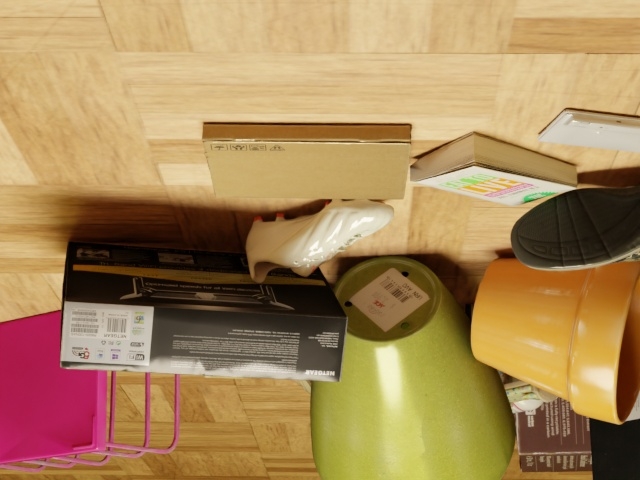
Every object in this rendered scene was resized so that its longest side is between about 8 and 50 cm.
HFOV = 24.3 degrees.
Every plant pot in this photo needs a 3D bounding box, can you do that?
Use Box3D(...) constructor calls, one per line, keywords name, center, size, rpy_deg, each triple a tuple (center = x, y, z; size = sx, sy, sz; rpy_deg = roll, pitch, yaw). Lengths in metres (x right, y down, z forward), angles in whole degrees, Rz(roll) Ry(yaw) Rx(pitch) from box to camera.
Box3D(name="plant pot", center=(0.289, 0.100, 1.780), size=(0.188, 0.205, 0.205), rpy_deg=(11, 167, 23))
Box3D(name="plant pot", center=(0.100, 0.163, 1.878), size=(0.274, 0.275, 0.293), rpy_deg=(-3, 138, 10))

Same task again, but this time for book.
Box3D(name="book", center=(0.175, -0.067, 1.503), size=(0.144, 0.035, 0.096), rpy_deg=(11, 162, -36))

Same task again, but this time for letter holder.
Box3D(name="letter holder", center=(0.512, 0.279, 2.115), size=(0.214, 0.302, 0.152), rpy_deg=(12, 159, -31))

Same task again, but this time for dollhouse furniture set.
Box3D(name="dollhouse furniture set", center=(0.277, 0.178, 2.135), size=(0.161, 0.101, 0.182), rpy_deg=(14, 158, -34))

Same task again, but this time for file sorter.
Box3D(name="file sorter", center=(-0.363, 0.225, 2.159), size=(0.290, 0.202, 0.182), rpy_deg=(-12, 161, 35))

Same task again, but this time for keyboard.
Box3D(name="keyboard", center=(0.341, -0.097, 1.433), size=(0.256, 0.014, 0.072), rpy_deg=(6, 167, -14))

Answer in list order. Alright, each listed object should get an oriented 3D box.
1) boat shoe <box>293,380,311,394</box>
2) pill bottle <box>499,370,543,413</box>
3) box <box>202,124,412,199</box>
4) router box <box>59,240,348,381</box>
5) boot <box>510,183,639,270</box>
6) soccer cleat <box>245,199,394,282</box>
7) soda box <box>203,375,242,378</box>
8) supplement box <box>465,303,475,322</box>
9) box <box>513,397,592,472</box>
Box3D(name="boat shoe", center=(-0.030, 0.126, 2.007), size=(0.110, 0.122, 0.341), rpy_deg=(32, 177, 22))
Box3D(name="pill bottle", center=(0.294, 0.225, 2.306), size=(0.087, 0.087, 0.160), rpy_deg=(17, 156, -41))
Box3D(name="box", center=(-0.012, -0.077, 1.489), size=(0.201, 0.021, 0.164), rpy_deg=(0, 162, 1))
Box3D(name="router box", center=(-0.141, 0.078, 1.697), size=(0.308, 0.081, 0.243), rpy_deg=(4, -166, -9))
Box3D(name="boot", center=(0.333, -0.001, 1.579), size=(0.236, 0.085, 0.178), rpy_deg=(-16, 159, 14))
Box3D(name="soccer cleat", center=(0.000, 0.000, 1.636), size=(0.196, 0.076, 0.068), rpy_deg=(-13, 157, 36))
Box3D(name="soda box", center=(-0.136, 0.153, 2.149), size=(0.061, 0.058, 0.181), rpy_deg=(3, 161, -6))
Box3D(name="supplement box", center=(0.243, 0.124, 2.042), size=(0.083, 0.056, 0.083), rpy_deg=(-1, 162, 8))
Box3D(name="box", center=(0.516, 0.305, 2.467), size=(0.381, 0.143, 0.191), rpy_deg=(-4, 161, 9))
